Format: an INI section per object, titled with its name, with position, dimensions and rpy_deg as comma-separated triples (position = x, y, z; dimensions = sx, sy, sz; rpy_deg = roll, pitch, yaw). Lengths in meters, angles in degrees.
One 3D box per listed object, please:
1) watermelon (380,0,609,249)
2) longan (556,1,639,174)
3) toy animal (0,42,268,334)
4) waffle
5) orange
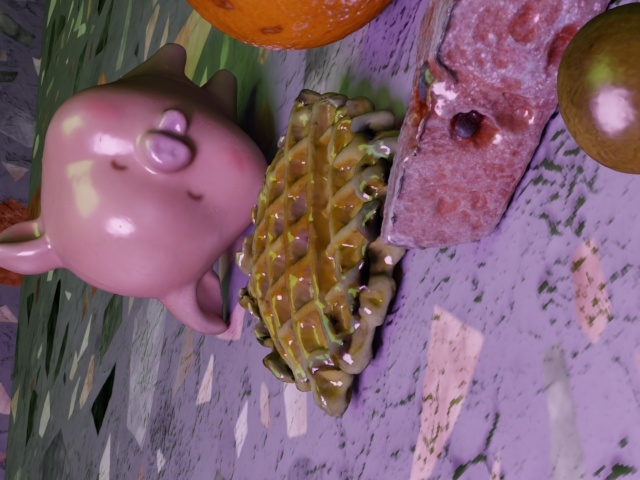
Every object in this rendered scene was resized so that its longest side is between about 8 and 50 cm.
[watermelon]
position = 0.087, -0.109, 0.604
dimensions = 0.154, 0.094, 0.241
rpy_deg = -123, 45, -70
[longan]
position = 0.138, -0.063, 0.473
dimensions = 0.083, 0.075, 0.075
rpy_deg = 55, -149, -59
[toy animal]
position = -0.174, -0.061, 1.060
dimensions = 0.326, 0.237, 0.269
rpy_deg = 150, 137, -68
[waffle]
position = 0.000, 0.000, 0.787
dimensions = 0.208, 0.054, 0.214
rpy_deg = 44, 118, 61
[orange]
position = -0.013, -0.247, 0.791
dimensions = 0.224, 0.170, 0.224
rpy_deg = -22, 58, 40
